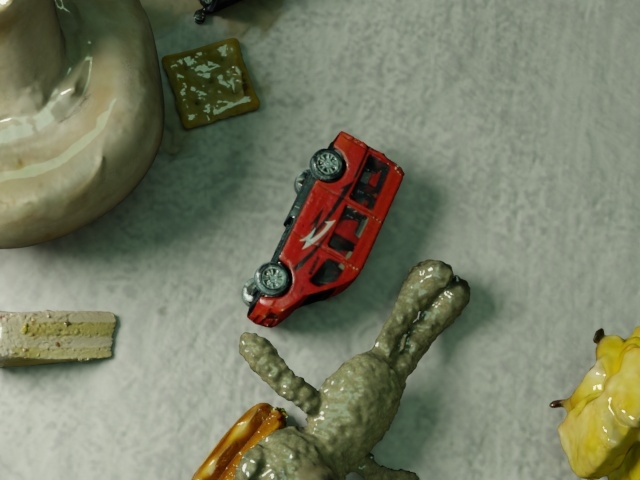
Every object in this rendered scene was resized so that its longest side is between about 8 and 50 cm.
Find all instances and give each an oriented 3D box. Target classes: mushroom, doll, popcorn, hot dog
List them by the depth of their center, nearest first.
[{"bbox_3d":[-0.279,-0.147,1.021,0.298,0.290,0.297,1,71,-4],"label":"mushroom"},{"bbox_3d":[0.284,0.152,1.051,0.152,0.148,0.167,29,60,28],"label":"popcorn"},{"bbox_3d":[0.040,0.151,1.060,0.286,0.091,0.202,-24,108,-35],"label":"doll"},{"bbox_3d":[-0.072,0.196,1.064,0.049,0.037,0.122,35,67,19],"label":"hot dog"}]

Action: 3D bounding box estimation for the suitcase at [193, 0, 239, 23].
[{"bbox_3d":[-0.079,-0.276,1.189,0.126,0.086,0.059,-28,92,-13],"label":"suitcase"}]

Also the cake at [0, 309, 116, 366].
[{"bbox_3d":[-0.244,0.088,1.073,0.121,0.065,0.052,-2,75,-13],"label":"cake"}]

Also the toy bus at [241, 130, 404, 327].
[{"bbox_3d":[0.000,0.000,1.111,0.089,0.081,0.195,28,71,-6],"label":"toy bus"}]

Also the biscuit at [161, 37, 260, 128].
[{"bbox_3d":[-0.110,-0.158,1.182,0.081,0.018,0.083,-16,74,-9],"label":"biscuit"}]
